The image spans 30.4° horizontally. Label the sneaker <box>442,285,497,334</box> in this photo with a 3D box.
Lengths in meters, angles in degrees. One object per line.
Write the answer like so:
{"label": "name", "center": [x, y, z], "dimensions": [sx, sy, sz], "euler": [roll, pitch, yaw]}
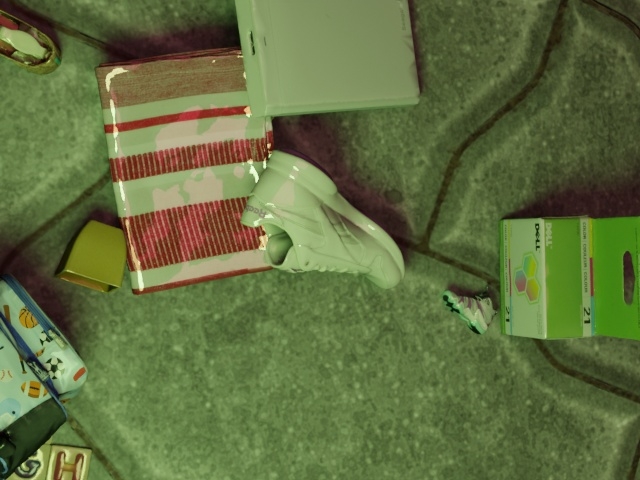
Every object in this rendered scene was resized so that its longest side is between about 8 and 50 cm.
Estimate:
{"label": "sneaker", "center": [0.239, 0.093, 1.842], "dimensions": [0.098, 0.038, 0.069], "euler": [45, 74, -24]}

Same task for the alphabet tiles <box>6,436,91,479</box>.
{"label": "alphabet tiles", "center": [-0.470, 0.380, 1.592], "dimensions": [0.285, 0.011, 0.342], "euler": [11, 86, -19]}

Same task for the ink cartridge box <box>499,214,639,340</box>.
{"label": "ink cartridge box", "center": [0.374, 0.055, 1.773], "dimensions": [0.097, 0.255, 0.188], "euler": [-1, 90, -20]}

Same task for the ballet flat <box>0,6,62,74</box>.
{"label": "ballet flat", "center": [-0.441, -0.288, 1.577], "dimensions": [0.206, 0.067, 0.073], "euler": [22, 86, -18]}

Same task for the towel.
{"label": "towel", "center": [-0.175, -0.100, 1.657], "dimensions": [0.237, 0.037, 0.329], "euler": [-10, 103, -15]}

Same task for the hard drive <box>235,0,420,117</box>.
{"label": "hard drive", "center": [0.015, -0.288, 1.700], "dimensions": [0.307, 0.040, 0.203], "euler": [-10, 93, -41]}

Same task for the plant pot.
{"label": "plant pot", "center": [-0.310, 0.019, 1.619], "dimensions": [0.081, 0.081, 0.083], "euler": [19, 76, -19]}

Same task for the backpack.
{"label": "backpack", "center": [-0.432, 0.155, 1.482], "dimensions": [0.263, 0.276, 0.213], "euler": [46, 61, -1]}

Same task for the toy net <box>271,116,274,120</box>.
{"label": "toy net", "center": [-0.181, -0.205, 1.683], "dimensions": [0.232, 0.045, 0.122], "euler": [-14, 95, -19]}

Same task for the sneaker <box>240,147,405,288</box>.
{"label": "sneaker", "center": [0.000, 0.000, 1.691], "dimensions": [0.305, 0.114, 0.152], "euler": [41, 77, -35]}
